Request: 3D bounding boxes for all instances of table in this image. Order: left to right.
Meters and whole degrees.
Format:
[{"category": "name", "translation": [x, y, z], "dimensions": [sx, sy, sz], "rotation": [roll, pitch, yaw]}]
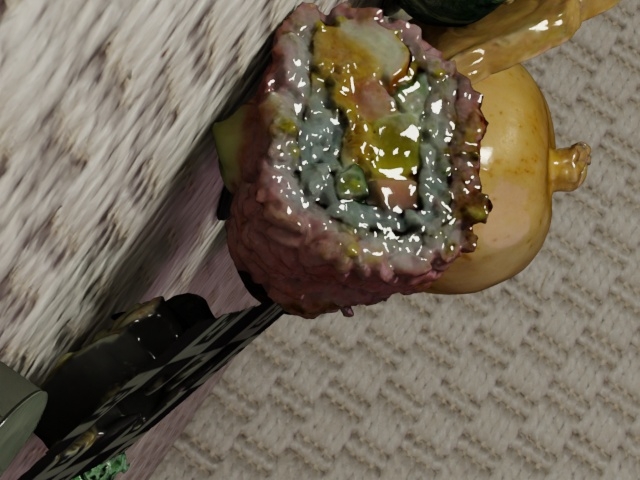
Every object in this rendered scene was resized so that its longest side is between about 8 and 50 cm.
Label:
[{"category": "table", "translation": [-0.259, 0.154, 0.829], "dimensions": [0.133, 0.043, 0.133], "rotation": [-55, 176, -6]}]

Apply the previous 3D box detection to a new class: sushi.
[{"category": "sushi", "translation": [-0.187, 0.112, 1.058], "dimensions": [0.296, 0.100, 0.373], "rotation": [-41, 172, 12]}, {"category": "sushi", "translation": [0.016, -0.071, 1.024], "dimensions": [0.171, 0.236, 0.270], "rotation": [131, -37, -64]}]

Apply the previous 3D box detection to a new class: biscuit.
[{"category": "biscuit", "translation": [0.180, -0.254, 1.339], "dimensions": [0.376, 0.051, 0.269], "rotation": [-25, -158, -2]}]

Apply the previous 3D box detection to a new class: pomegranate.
[{"category": "pomegranate", "translation": [0.196, -0.111, 1.672], "dimensions": [0.411, 0.411, 0.411], "rotation": [-55, 176, -5]}]

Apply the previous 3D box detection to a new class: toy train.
[{"category": "toy train", "translation": [-0.266, 0.246, 1.378], "dimensions": [0.149, 0.081, 0.099], "rotation": [-61, 176, -1]}]

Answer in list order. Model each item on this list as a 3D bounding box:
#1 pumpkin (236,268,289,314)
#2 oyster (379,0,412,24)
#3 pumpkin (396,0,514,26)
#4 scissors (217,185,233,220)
[{"category": "pumpkin", "translation": [0.000, 0.002, 1.452], "dimensions": [0.238, 0.159, 0.238], "rotation": [-15, 144, -12]}, {"category": "oyster", "translation": [0.122, -0.310, 1.498], "dimensions": [0.163, 0.081, 0.191], "rotation": [-13, 145, -42]}, {"category": "pumpkin", "translation": [0.166, -0.321, 1.211], "dimensions": [0.211, 0.152, 0.211], "rotation": [-43, -179, 1]}, {"category": "scissors", "translation": [-0.091, -0.070, 1.234], "dimensions": [0.088, 0.017, 0.220], "rotation": [-54, 177, -27]}]
